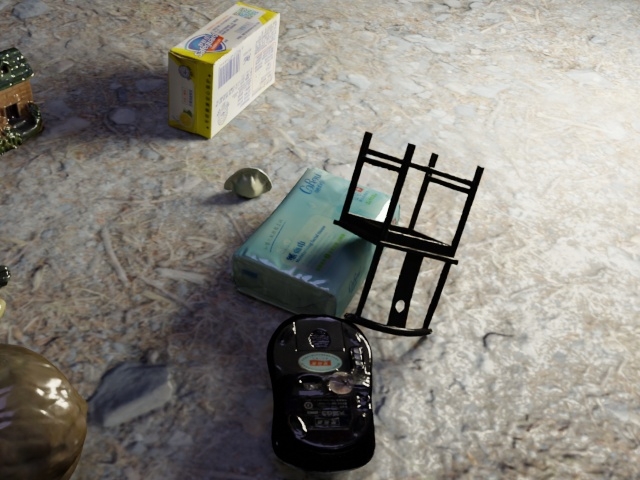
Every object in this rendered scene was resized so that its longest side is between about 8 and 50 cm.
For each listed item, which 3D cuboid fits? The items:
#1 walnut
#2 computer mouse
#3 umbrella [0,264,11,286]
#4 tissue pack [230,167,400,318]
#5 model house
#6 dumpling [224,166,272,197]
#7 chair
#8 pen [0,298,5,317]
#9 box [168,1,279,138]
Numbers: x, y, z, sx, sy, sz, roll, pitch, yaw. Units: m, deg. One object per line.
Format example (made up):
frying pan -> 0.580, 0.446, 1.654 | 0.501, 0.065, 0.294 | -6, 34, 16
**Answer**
walnut -> -0.363, 0.210, 0.901 | 0.224, 0.224, 0.224 | 4, 40, -3
computer mouse -> -0.001, 0.198, 1.056 | 0.137, 0.096, 0.233 | 0, 44, -1
umbrella -> -0.551, 0.053, 1.152 | 0.236, 0.059, 0.066 | -6, 66, -32
tissue pack -> 0.000, 0.000, 1.297 | 0.177, 0.089, 0.263 | 21, 41, 16
model house -> -0.596, -0.257, 1.456 | 0.166, 0.172, 0.183 | 31, 45, 28
dumpling -> -0.122, -0.102, 1.425 | 0.077, 0.059, 0.043 | 16, 49, 9
chair -> 0.114, -0.007, 1.204 | 0.155, 0.260, 0.141 | 14, 8, -30
pen -> -0.478, 0.157, 1.087 | 0.040, 0.032, 0.233 | -8, 34, 20
box -> -0.185, -0.333, 1.612 | 0.097, 0.168, 0.265 | 22, 44, 15
